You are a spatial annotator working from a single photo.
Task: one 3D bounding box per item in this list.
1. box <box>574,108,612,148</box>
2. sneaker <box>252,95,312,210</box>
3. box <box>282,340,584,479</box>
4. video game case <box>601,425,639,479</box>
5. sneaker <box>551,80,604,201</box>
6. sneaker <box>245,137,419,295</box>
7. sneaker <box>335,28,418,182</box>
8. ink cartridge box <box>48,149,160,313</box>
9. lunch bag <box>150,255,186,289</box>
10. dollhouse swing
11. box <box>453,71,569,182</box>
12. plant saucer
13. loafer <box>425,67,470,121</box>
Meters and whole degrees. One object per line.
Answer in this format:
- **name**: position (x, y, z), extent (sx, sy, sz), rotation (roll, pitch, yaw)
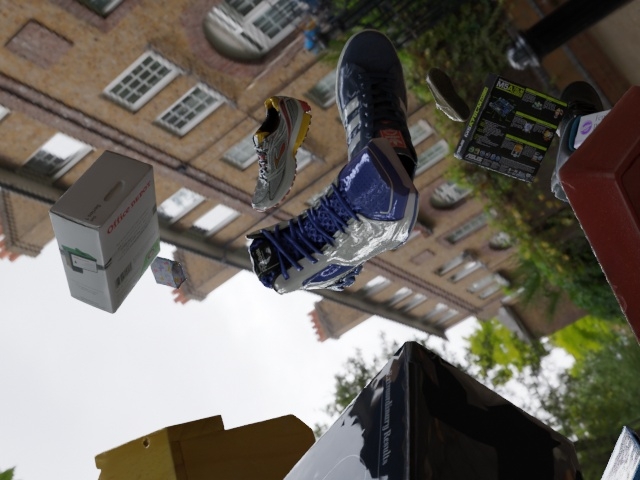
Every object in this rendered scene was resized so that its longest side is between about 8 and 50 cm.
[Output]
- **box**: position (0.558, -0.192, 1.143), extent (0.067, 0.063, 0.324), rotation (19, 171, -23)
- **sneaker**: position (-0.096, -0.166, 1.335), extent (0.093, 0.225, 0.088), rotation (13, -178, -38)
- **box**: position (0.048, 0.347, 0.643), extent (0.212, 0.395, 0.293), rotation (32, -154, -8)
- **video game case**: position (0.411, 0.326, 0.962), extent (0.015, 0.119, 0.166), rotation (22, -176, 16)
- **sneaker**: position (0.594, -0.248, 1.575), extent (0.139, 0.125, 0.340), rotation (89, -169, -56)
- **sneaker**: position (-0.001, 0.001, 1.020), extent (0.182, 0.315, 0.127), rotation (-16, -114, -33)
- **sneaker**: position (0.104, -0.181, 1.163), extent (0.148, 0.131, 0.349), rotation (-166, 71, -78)
- **ink cartridge box**: position (-0.342, -0.013, 1.149), extent (0.093, 0.219, 0.160), rotation (20, -131, 9)
- **lunch bag**: position (-0.383, 0.074, 1.767), extent (0.053, 0.071, 0.083), rotation (-58, -32, -39)
- **dollhouse swing**: position (-0.191, 0.518, 1.319), extent (0.305, 0.315, 0.346), rotation (5, -117, -53)
- **box**: position (0.395, -0.230, 1.458), extent (0.191, 0.184, 0.045), rotation (14, -164, -22)
- **plant saucer**: position (0.404, -0.033, 0.838), extent (0.258, 0.048, 0.259), rotation (-40, -75, -38)
- **loafer**: position (0.280, -0.325, 1.597), extent (0.148, 0.050, 0.056), rotation (50, -120, -21)
